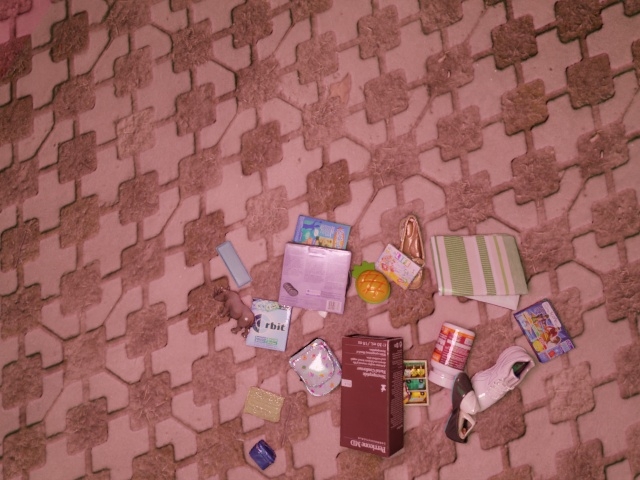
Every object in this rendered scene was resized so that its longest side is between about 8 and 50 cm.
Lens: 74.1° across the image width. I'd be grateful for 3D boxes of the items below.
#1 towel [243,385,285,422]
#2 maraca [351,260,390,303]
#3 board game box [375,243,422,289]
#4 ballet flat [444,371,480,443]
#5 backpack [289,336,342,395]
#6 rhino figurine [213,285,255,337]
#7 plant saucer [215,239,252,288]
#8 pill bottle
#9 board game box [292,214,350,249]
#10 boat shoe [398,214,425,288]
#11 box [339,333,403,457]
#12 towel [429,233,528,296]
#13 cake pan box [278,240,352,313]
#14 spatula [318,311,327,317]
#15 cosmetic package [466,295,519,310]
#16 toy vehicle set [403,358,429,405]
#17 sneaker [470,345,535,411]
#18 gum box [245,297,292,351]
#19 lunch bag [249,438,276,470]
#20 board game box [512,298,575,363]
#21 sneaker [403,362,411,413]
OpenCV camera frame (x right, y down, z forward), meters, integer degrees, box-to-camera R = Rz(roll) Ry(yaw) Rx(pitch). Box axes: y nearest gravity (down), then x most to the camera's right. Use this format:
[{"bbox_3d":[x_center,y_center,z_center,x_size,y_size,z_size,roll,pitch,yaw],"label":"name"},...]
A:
[{"bbox_3d":[-0.218,0.632,1.638,0.148,0.027,0.109,14,85,6],"label":"towel"},{"bbox_3d":[0.190,0.159,1.623,0.127,0.099,0.185,-22,59,-11],"label":"maraca"},{"bbox_3d":[0.293,0.098,1.597,0.154,0.026,0.103,40,111,28],"label":"board game box"},{"bbox_3d":[0.516,0.605,1.512,0.095,0.096,0.280,-14,116,-35],"label":"ballet flat"},{"bbox_3d":[-0.007,0.479,1.582,0.166,0.144,0.188,-35,86,-5],"label":"backpack"},{"bbox_3d":[-0.343,0.259,1.651,0.243,0.073,0.106,44,109,26],"label":"rhino figurine"},{"bbox_3d":[-0.347,0.096,1.704,0.067,0.018,0.191,-31,84,1],"label":"plant saucer"},{"bbox_3d":[0.479,0.423,1.561,0.121,0.121,0.220,20,86,6],"label":"pill bottle"},{"bbox_3d":[0.000,0.000,1.668,0.211,0.047,0.159,13,81,5],"label":"board game box"},{"bbox_3d":[0.344,0.045,1.623,0.105,0.089,0.284,-6,85,3],"label":"boat shoe"},{"bbox_3d":[0.181,0.530,1.492,0.191,0.143,0.380,-5,81,33],"label":"box"},{"bbox_3d":[0.584,0.090,1.582,0.326,0.038,0.247,-1,66,-3],"label":"towel"},{"bbox_3d":[-0.016,0.140,1.609,0.267,0.070,0.245,7,100,5],"label":"cake pan box"},{"bbox_3d":[-0.007,0.161,1.673,0.168,0.019,0.241,24,87,7],"label":"spatula"},{"bbox_3d":[0.622,0.185,1.604,0.239,0.060,0.098,15,86,6],"label":"cosmetic package"},{"bbox_3d":[0.270,0.538,1.604,0.267,0.035,0.165,-3,82,4],"label":"toy vehicle set"},{"bbox_3d":[0.649,0.505,1.538,0.111,0.129,0.297,42,90,5],"label":"sneaker"},{"bbox_3d":[-0.199,0.328,1.659,0.157,0.041,0.184,9,84,6],"label":"gum box"},{"bbox_3d":[-0.212,0.808,1.600,0.065,0.067,0.098,-44,84,0],"label":"lunch bag"},{"bbox_3d":[0.836,0.337,1.587,0.136,0.035,0.201,-27,83,1],"label":"board game box"},{"bbox_3d":[0.296,0.540,1.552,0.084,0.069,0.185,15,91,5],"label":"sneaker"}]
